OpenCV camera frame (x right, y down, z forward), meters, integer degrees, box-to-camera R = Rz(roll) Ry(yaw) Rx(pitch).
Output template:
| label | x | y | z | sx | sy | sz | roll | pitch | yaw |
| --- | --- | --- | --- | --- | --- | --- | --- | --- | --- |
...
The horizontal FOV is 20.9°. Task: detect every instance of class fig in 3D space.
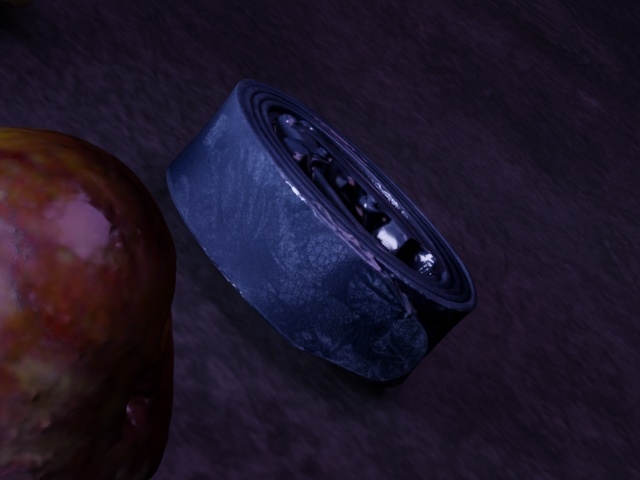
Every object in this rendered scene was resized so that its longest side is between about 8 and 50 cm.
| label | x | y | z | sx | sy | sz | roll | pitch | yaw |
| --- | --- | --- | --- | --- | --- | --- | --- | --- | --- |
| fig | -0.142 | 0.015 | 0.659 | 0.143 | 0.160 | 0.231 | -24 | 42 | -27 |

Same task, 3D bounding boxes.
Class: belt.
| label | x | y | z | sx | sy | sz | roll | pitch | yaw |
| --- | --- | --- | --- | --- | --- | --- | --- | --- | --- |
| belt | 0.000 | 0.000 | 0.967 | 0.190 | 0.082 | 0.141 | 47 | 20 | 17 |

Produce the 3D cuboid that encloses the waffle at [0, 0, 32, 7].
| label | x | y | z | sx | sy | sz | roll | pitch | yaw |
| --- | --- | --- | --- | --- | --- | --- | --- | --- | --- |
| waffle | -0.275 | -0.324 | 0.967 | 0.376 | 0.114 | 0.261 | 51 | 1 | 27 |
